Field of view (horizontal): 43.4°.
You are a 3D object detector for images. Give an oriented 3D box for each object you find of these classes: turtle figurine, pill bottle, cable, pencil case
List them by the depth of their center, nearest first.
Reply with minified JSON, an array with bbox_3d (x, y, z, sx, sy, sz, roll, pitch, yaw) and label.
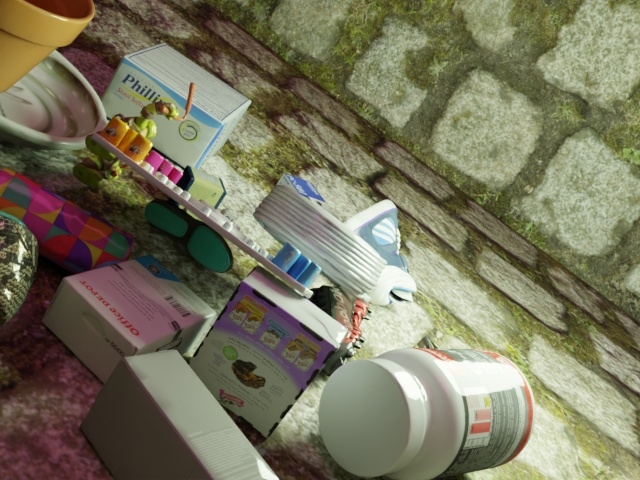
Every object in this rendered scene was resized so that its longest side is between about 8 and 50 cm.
[{"bbox_3d":[-0.405,-0.015,1.223,0.236,0.104,0.104,27,22,-14],"label":"pencil case"},{"bbox_3d":[0.179,0.280,1.310,0.363,0.210,0.210,10,33,-49],"label":"pill bottle"},{"bbox_3d":[0.000,0.000,1.436,0.257,0.089,0.257,36,-3,12],"label":"cable"},{"bbox_3d":[-0.352,-0.193,1.471,0.087,0.269,0.217,49,32,-7],"label":"turtle figurine"}]

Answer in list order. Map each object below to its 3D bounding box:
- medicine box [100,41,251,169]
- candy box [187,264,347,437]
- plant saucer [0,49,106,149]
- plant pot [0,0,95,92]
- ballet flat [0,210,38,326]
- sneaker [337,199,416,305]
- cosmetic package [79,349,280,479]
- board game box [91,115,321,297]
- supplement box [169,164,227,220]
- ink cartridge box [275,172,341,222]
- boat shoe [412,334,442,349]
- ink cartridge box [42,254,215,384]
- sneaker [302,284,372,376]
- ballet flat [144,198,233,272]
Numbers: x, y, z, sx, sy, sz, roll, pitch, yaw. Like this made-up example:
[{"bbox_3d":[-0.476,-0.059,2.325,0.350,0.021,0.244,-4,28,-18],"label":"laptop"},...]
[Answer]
[{"bbox_3d":[-0.336,-0.320,1.895,0.263,0.149,0.289,34,21,-4],"label":"medicine box"},{"bbox_3d":[-0.084,0.163,1.177,0.165,0.196,0.070,36,24,1],"label":"candy box"},{"bbox_3d":[-0.588,-0.283,1.471,0.400,0.100,0.400,36,22,-17],"label":"plant saucer"},{"bbox_3d":[-0.546,-0.376,1.304,0.291,0.203,0.291,36,22,-17],"label":"plant pot"},{"bbox_3d":[-0.567,-0.018,0.927,0.483,0.164,0.182,26,40,-28],"label":"ballet flat"},{"bbox_3d":[0.143,0.045,1.868,0.236,0.130,0.323,58,26,3],"label":"sneaker"},{"bbox_3d":[-0.168,0.257,0.956,0.107,0.127,0.238,3,40,-54],"label":"cosmetic package"},{"bbox_3d":[-0.167,-0.043,1.337,0.390,0.050,0.390,36,-3,0],"label":"board game box"},{"bbox_3d":[-0.249,-0.093,1.633,0.083,0.083,0.056,21,26,-31],"label":"supplement box"},{"bbox_3d":[-0.025,-0.082,2.002,0.097,0.046,0.207,16,28,-43],"label":"ink cartridge box"},{"bbox_3d":[0.264,0.263,1.698,0.152,0.049,0.056,40,21,11],"label":"boat shoe"},{"bbox_3d":[-0.272,0.110,1.162,0.148,0.086,0.203,40,22,14],"label":"ink cartridge box"},{"bbox_3d":[0.014,0.157,1.482,0.135,0.097,0.276,34,19,-3],"label":"sneaker"},{"bbox_3d":[-0.236,-0.013,1.506,0.203,0.074,0.074,34,21,9],"label":"ballet flat"}]
